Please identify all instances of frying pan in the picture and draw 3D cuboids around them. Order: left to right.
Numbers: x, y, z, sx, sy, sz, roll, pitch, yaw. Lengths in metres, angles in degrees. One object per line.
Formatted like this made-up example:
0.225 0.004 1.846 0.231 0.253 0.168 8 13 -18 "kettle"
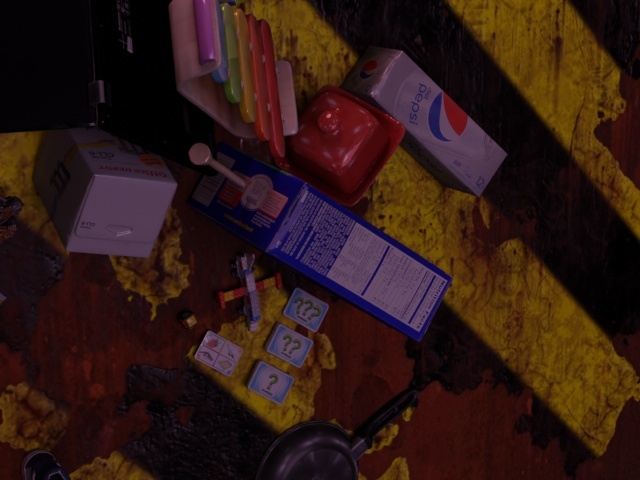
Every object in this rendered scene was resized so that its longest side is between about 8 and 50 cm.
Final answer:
0.041 0.383 2.278 0.326 0.053 0.197 -13 110 -26 "frying pan"

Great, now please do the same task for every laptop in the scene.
-0.350 -0.282 1.761 0.408 0.236 0.382 23 57 -59 "laptop"

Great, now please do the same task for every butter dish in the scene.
0.020 -0.158 2.039 0.160 0.160 0.118 -55 161 -8 "butter dish"

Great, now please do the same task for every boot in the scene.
-0.383 0.401 1.985 0.069 0.086 0.190 -27 115 -24 "boot"

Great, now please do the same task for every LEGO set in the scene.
-0.100 0.133 2.115 0.244 0.060 0.182 33 80 -34 "LEGO set"

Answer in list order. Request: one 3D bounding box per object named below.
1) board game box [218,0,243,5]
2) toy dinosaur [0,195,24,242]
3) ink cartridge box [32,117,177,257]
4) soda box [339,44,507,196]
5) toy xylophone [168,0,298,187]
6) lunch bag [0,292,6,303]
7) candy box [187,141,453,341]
-0.061 -0.504 1.912 0.347 0.078 0.233 -37 120 -35 "board game box"
-0.523 -0.089 1.741 0.322 0.164 0.218 9 115 -55 "toy dinosaur"
-0.294 -0.079 1.843 0.128 0.176 0.127 5 124 -34 "ink cartridge box"
0.168 -0.189 2.175 0.286 0.098 0.091 39 80 -33 "soda box"
-0.115 -0.200 1.822 0.322 0.081 0.236 13 67 -73 "toy xylophone"
-0.480 0.072 1.833 0.071 0.053 0.083 -50 132 -9 "lunch bag"
0.000 0.000 2.015 0.317 0.268 0.122 32 88 -35 "candy box"
